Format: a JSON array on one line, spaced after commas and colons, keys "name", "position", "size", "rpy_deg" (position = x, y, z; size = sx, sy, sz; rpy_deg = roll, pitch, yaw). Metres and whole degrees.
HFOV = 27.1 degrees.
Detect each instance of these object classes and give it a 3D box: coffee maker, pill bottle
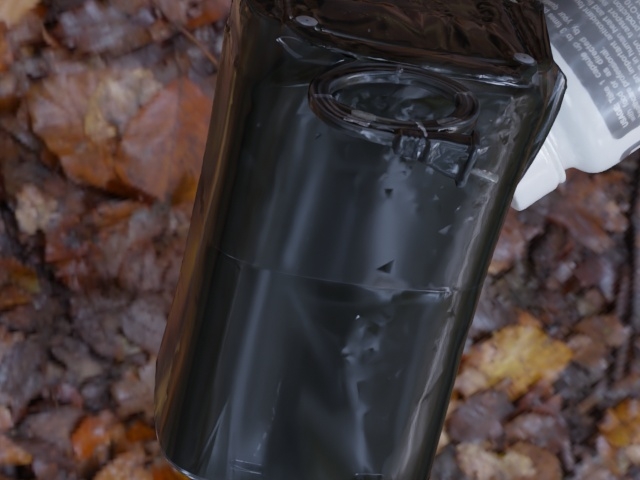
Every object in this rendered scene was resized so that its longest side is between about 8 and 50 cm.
[{"name": "coffee maker", "position": [0.000, 0.000, 0.446], "size": [0.120, 0.171, 0.178], "rpy_deg": [19, 120, 11]}, {"name": "pill bottle", "position": [0.309, -0.202, 1.405], "size": [0.361, 0.204, 0.204], "rpy_deg": [-35, 120, 1]}]
